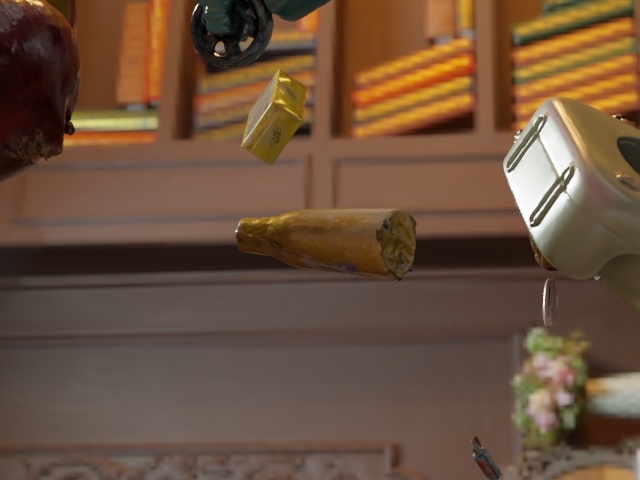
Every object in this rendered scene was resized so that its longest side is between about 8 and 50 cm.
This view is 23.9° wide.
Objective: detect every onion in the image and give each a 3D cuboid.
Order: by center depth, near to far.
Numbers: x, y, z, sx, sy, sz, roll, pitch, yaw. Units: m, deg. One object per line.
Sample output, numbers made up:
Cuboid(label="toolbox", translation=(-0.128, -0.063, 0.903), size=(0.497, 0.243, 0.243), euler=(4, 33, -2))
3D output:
Cuboid(label="onion", translation=(-0.362, -0.156, 1.637), size=(0.161, 0.248, 0.248), euler=(33, 139, 43))

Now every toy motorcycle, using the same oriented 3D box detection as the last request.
Cuboid(label="toy motorcycle", translation=(-0.034, -0.293, 1.365), size=(0.206, 0.260, 0.154), euler=(64, -160, 11))

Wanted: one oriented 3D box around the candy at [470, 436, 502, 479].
Cuboid(label="candy", translation=(0.215, 0.286, 1.959), size=(0.083, 0.020, 0.030), euler=(54, -152, -33))

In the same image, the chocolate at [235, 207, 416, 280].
Cuboid(label="chocolate", translation=(0.000, 0.000, 1.700), size=(0.086, 0.219, 0.085), euler=(-6, -83, -55))

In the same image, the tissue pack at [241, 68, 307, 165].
Cuboid(label="tissue pack", translation=(-0.073, -0.203, 2.470), size=(0.095, 0.062, 0.176), euler=(-54, 11, 20))

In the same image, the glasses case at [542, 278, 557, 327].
Cuboid(label="glasses case", translation=(0.339, 0.093, 2.232), size=(0.032, 0.021, 0.083), euler=(78, -163, -47))

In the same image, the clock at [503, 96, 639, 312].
Cuboid(label="clock", translation=(0.344, -0.002, 1.485), size=(0.108, 0.324, 0.265), euler=(-57, 17, 20))

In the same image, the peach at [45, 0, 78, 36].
Cuboid(label="peach", translation=(-0.476, -0.232, 1.882), size=(0.380, 0.306, 0.242), euler=(-51, 18, -8))

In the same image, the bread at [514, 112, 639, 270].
Cuboid(label="bread", translation=(0.401, -0.086, 2.217), size=(0.195, 0.176, 0.246), euler=(-3, 100, 66))
